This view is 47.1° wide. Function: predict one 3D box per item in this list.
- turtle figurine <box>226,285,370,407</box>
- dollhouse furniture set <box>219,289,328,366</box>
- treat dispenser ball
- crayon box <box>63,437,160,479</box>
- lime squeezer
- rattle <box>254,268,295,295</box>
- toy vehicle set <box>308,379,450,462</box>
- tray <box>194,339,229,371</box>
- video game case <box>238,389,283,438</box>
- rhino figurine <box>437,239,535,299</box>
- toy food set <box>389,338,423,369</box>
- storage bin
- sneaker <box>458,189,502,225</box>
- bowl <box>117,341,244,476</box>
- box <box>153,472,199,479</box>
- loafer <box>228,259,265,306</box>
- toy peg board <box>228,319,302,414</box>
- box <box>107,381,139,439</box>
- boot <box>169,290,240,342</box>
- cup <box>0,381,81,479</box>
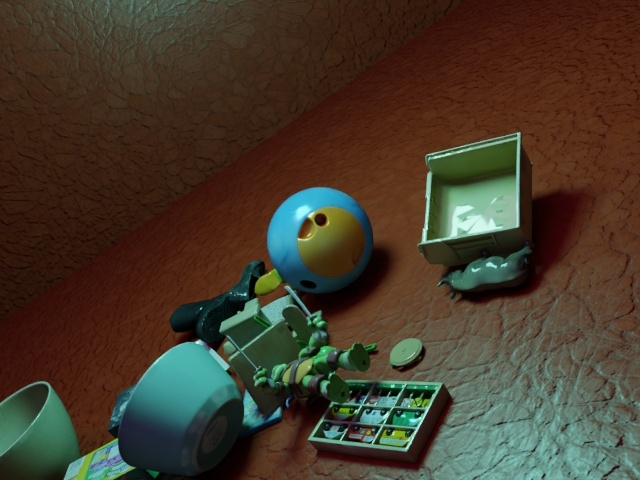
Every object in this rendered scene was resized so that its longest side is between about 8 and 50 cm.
[{"bbox_3d":[-0.046,0.247,1.581,0.198,0.274,0.266,-10,4,-43],"label":"turtle figurine"},{"bbox_3d":[-0.138,0.173,1.995,0.303,0.174,0.355,-27,25,17],"label":"dollhouse furniture set"},{"bbox_3d":[0.000,0.000,1.991,0.288,0.288,0.288,-29,24,14],"label":"treat dispenser ball"},{"bbox_3d":[-0.521,0.586,1.837,0.278,0.081,0.165,-30,24,12],"label":"crayon box"},{"bbox_3d":[-0.010,0.254,1.774,0.310,0.110,0.059,11,25,19],"label":"lime squeezer"},{"bbox_3d":[-0.092,0.092,2.203,0.143,0.130,0.199,-57,1,29],"label":"rattle"},{"bbox_3d":[0.115,0.357,1.478,0.267,0.035,0.166,-10,34,45],"label":"toy vehicle set"},{"bbox_3d":[-0.357,0.362,2.084,0.145,0.030,0.270,-29,21,-18],"label":"tray"},{"bbox_3d":[-0.140,0.395,1.774,0.119,0.015,0.166,-28,25,16],"label":"video game case"},{"bbox_3d":[0.361,0.074,1.641,0.243,0.073,0.106,-17,26,38],"label":"rhino figurine"},{"bbox_3d":[0.187,0.248,1.608,0.083,0.020,0.082,-26,25,20],"label":"toy food set"},{"bbox_3d":[0.364,-0.090,1.742,0.260,0.123,0.262,-10,55,30],"label":"storage bin"},{"bbox_3d":[0.360,-0.061,1.877,0.262,0.099,0.121,-3,43,53],"label":"sneaker"},{"bbox_3d":[-0.287,0.404,1.662,0.163,0.311,0.311,21,53,24],"label":"bowl"},{"bbox_3d":[-0.368,0.621,1.613,0.159,0.044,0.233,-6,37,49],"label":"box"},{"bbox_3d":[-0.214,0.133,2.306,0.078,0.076,0.223,-4,28,22],"label":"loafer"},{"bbox_3d":[-0.126,0.296,1.741,0.160,0.161,0.079,-36,14,-25],"label":"toy peg board"},{"bbox_3d":[-0.479,0.462,2.006,0.156,0.093,0.158,-30,25,11],"label":"box"},{"bbox_3d":[-0.376,0.252,2.252,0.207,0.094,0.246,-19,19,25],"label":"boot"},{"bbox_3d":[-0.796,0.589,2.004,0.331,0.237,0.331,-29,23,14],"label":"cup"}]
